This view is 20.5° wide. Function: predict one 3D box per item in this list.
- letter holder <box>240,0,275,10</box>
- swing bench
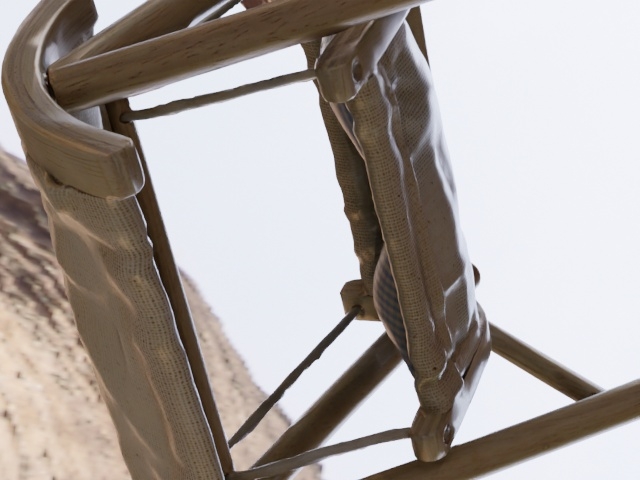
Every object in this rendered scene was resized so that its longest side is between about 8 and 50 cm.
[{"bbox_3d":[0.017,-0.231,1.065,0.152,0.302,0.214,-38,-100,-12],"label":"letter holder"},{"bbox_3d":[0.000,0.000,0.761,0.255,0.253,0.165,-29,-145,-25],"label":"swing bench"}]
